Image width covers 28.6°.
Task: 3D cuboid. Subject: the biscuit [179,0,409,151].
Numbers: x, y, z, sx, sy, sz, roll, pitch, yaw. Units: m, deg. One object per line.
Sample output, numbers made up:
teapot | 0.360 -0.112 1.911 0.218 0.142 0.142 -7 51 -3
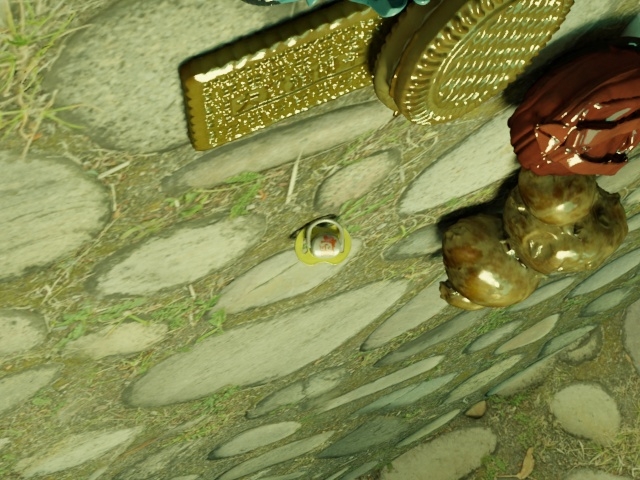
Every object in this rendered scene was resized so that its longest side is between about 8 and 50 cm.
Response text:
biscuit | -0.021 -0.176 1.305 0.254 0.029 0.172 -24 160 -11

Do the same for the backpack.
backpack | 0.343 -0.165 1.646 0.229 0.139 0.229 -26 162 -9

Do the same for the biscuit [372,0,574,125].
biscuit | 0.162 -0.218 1.327 0.259 0.079 0.259 -34 161 -14

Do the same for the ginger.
ginger | 0.320 -0.006 2.001 0.256 0.176 0.375 15 139 -37

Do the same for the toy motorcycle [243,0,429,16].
toy motorcycle | 0.038 -0.275 1.000 0.182 0.123 0.272 -7 155 -22

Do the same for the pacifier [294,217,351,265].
pacifier | 0.000 0.000 1.767 0.083 0.068 0.064 -2 -172 -17
